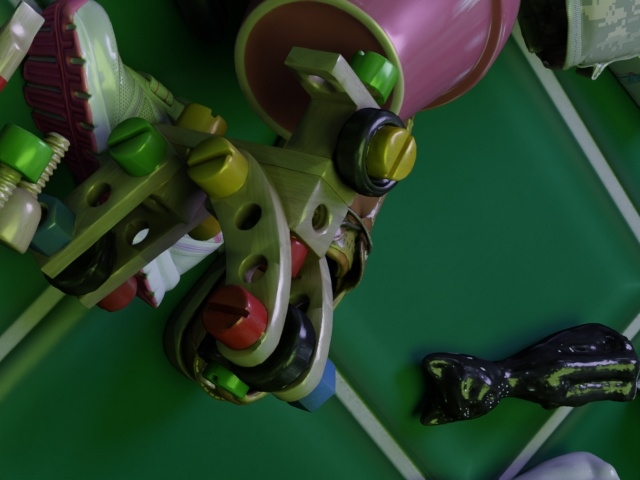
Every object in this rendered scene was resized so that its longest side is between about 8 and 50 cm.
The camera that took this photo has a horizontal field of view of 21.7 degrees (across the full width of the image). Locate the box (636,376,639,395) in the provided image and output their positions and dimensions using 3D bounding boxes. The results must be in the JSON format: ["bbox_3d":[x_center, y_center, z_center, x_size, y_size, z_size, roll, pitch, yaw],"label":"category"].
[{"bbox_3d":[0.468,0.182,1.745,0.169,0.087,0.290,-50,125,-12],"label":"box"}]

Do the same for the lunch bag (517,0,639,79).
[{"bbox_3d":[0.258,-0.287,1.315,0.235,0.169,0.287,-15,106,-17],"label":"lunch bag"}]

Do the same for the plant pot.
[{"bbox_3d":[0.029,-0.163,1.229,0.180,0.201,0.201,-55,135,-51],"label":"plant pot"}]

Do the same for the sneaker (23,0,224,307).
[{"bbox_3d":[-0.137,-0.078,1.250,0.111,0.103,0.252,-34,129,-23],"label":"sneaker"}]

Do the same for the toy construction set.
[{"bbox_3d":[-0.083,-0.056,1.111,0.309,0.257,0.237,35,79,-25],"label":"toy construction set"}]

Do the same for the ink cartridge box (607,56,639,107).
[{"bbox_3d":[0.321,-0.202,1.536,0.127,0.072,0.175,-53,126,-11],"label":"ink cartridge box"}]

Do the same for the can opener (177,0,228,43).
[{"bbox_3d":[-0.115,-0.231,1.248,0.186,0.073,0.059,58,31,-35],"label":"can opener"}]

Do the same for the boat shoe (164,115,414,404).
[{"bbox_3d":[0.000,0.000,1.357,0.110,0.104,0.307,34,84,-36],"label":"boat shoe"}]

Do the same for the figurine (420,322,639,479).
[{"bbox_3d":[0.180,0.192,1.561,0.209,0.092,0.215,-4,107,-25],"label":"figurine"}]
